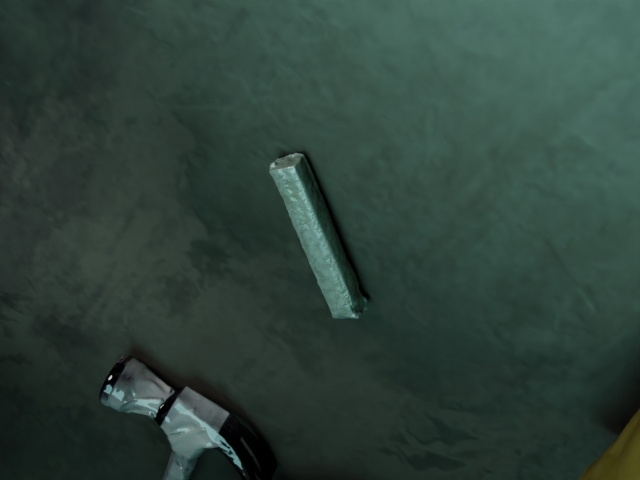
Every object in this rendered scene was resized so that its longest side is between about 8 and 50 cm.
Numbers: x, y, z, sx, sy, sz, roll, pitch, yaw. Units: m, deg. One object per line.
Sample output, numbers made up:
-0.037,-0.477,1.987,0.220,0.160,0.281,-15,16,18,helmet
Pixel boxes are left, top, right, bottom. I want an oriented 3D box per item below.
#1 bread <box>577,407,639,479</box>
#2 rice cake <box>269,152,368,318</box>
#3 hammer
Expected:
0.301,0.140,0.412,0.300,0.210,0.341,24,135,4,bread
0.000,0.000,0.589,0.022,0.021,0.121,-4,121,35,rice cake
-0.160,0.265,0.865,0.152,0.044,0.427,29,134,3,hammer
